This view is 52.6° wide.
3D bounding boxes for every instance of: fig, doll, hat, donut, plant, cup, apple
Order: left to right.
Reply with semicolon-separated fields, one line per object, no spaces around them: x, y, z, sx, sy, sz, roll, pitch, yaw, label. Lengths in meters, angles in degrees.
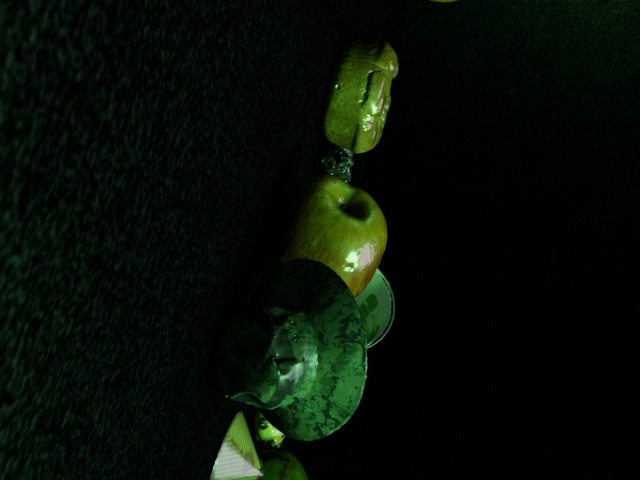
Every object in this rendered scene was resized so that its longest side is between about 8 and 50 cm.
-0.143;0.416;1.182;0.193;0.082;0.193;17;90;-85;hat
-0.066;0.153;0.859;0.128;0.266;0.265;-2;112;-50;hat
-0.103;0.402;1.542;0.291;0.086;0.117;-55;130;-79;doll
-0.089;0.545;1.334;0.245;0.195;0.195;49;43;-30;fig
0.000;0.000;0.979;0.195;0.160;0.173;-104;-149;-41;apple
0.030;0.200;1.619;0.274;0.253;0.253;112;-3;-58;cup
0.034;-0.167;1.331;0.087;0.085;0.174;-32;-153;27;plant
0.079;-0.281;1.256;0.226;0.114;0.226;16;90;-85;donut

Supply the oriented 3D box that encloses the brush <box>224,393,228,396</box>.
-0.138;0.236;1.046;0.083;0.016;0.013;-40;133;-82;brush
